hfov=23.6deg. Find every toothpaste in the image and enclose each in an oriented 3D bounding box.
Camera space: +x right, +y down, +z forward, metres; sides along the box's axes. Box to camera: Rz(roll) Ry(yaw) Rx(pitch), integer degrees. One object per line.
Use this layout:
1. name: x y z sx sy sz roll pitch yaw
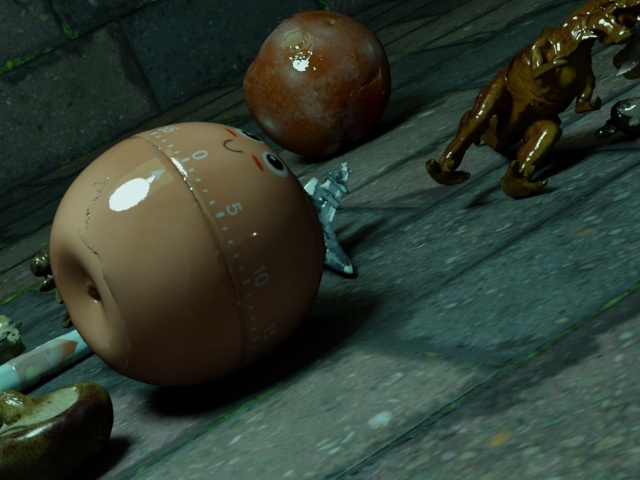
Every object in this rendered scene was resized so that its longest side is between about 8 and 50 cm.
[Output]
1. toothpaste: -0.265 0.114 1.658 0.205 0.036 0.056 -28 13 -30

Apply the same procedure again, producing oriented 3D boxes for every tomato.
1. tomato: 0.002 -0.215 2.141 0.208 0.184 0.208 -39 -18 -15

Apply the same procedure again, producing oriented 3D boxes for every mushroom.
1. mushroom: -0.230 0.159 1.277 0.127 0.087 0.127 -28 12 6

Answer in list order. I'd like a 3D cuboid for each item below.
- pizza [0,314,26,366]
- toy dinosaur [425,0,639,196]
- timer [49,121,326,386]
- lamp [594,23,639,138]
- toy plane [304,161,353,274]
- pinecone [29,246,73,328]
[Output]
1. pizza: -0.525 0.173 1.806 0.435 0.080 0.392 -23 13 2
2. toy dinosaur: 0.191 -0.122 1.557 0.208 0.097 0.432 -57 9 -27
3. timer: -0.115 0.010 1.344 0.215 0.230 0.229 -25 11 -29
4. lamp: 0.362 -0.171 1.456 0.253 0.118 0.118 -12 18 40
5. toy plane: -0.013 -0.011 1.583 0.160 0.082 0.234 -51 12 3
6. pinecone: -0.179 0.028 1.539 0.212 0.169 0.185 -17 -7 -29
